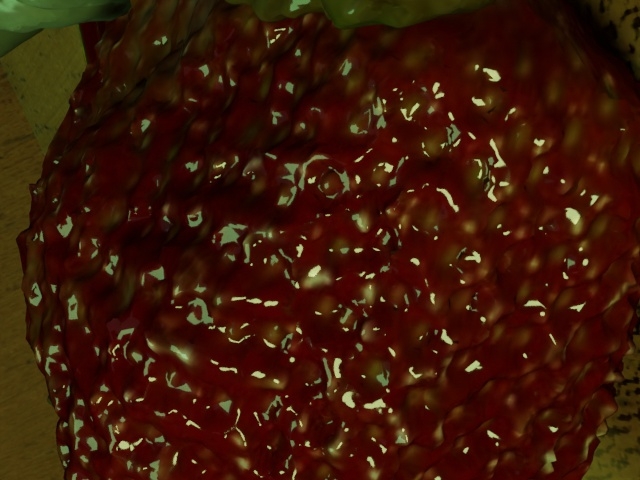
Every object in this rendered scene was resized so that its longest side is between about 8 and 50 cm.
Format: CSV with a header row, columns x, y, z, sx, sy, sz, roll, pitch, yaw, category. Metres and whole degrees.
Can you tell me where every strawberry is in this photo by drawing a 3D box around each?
x,y,z,sx,sy,sz,roll,pitch,yaw,category
0.000,0.000,0.781,0.312,0.267,0.351,48,141,17,strawberry

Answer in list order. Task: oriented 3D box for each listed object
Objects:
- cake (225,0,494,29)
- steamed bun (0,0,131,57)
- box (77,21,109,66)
x,y,z,sx,sy,sz,roll,pitch,yaw,category
0.022,-0.220,0.419,0.196,0.198,0.293,44,154,60,cake
-0.188,-0.284,0.917,0.342,0.255,0.368,7,130,39,steamed bun
-0.064,-0.119,1.089,0.313,0.089,0.197,49,155,44,box
